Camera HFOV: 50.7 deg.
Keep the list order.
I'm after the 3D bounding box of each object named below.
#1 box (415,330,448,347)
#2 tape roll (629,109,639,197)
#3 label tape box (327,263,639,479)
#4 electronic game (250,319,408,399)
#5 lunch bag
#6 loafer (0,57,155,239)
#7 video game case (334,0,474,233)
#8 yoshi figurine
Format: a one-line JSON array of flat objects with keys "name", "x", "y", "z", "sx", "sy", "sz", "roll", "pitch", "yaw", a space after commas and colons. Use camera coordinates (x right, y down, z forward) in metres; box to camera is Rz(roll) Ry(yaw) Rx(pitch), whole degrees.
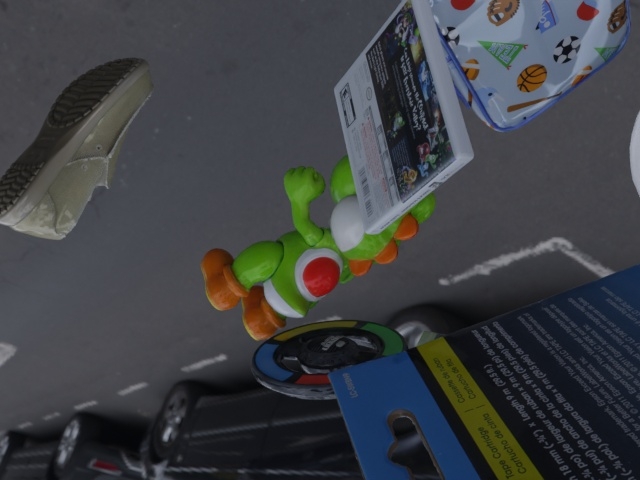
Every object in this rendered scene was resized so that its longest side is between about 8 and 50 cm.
[{"name": "box", "x": 0.260, "y": 0.198, "z": 0.871, "sx": 0.232, "sy": 0.058, "sz": 0.322, "roll": 29, "pitch": 172, "yaw": -3}, {"name": "tape roll", "x": 0.482, "y": -0.101, "z": 0.699, "sx": 0.286, "sy": 0.100, "sz": 0.286, "roll": 26, "pitch": 137, "yaw": 27}, {"name": "label tape box", "x": 0.197, "y": 0.145, "z": 0.492, "sx": 0.334, "sy": 0.240, "sz": 0.106, "roll": -19, "pitch": 114, "yaw": -3}, {"name": "electronic game", "x": 0.013, "y": 0.165, "z": 0.980, "sx": 0.229, "sy": 0.229, "sz": 0.048, "roll": 0, "pitch": 106, "yaw": 22}, {"name": "lunch bag", "x": 0.222, "y": -0.283, "z": 0.797, "sx": 0.243, "sy": 0.115, "sz": 0.303, "roll": -35, "pitch": 134, "yaw": 12}, {"name": "loafer", "x": -0.289, "y": -0.113, "z": 0.825, "sx": 0.102, "sy": 0.268, "sz": 0.092, "roll": 16, "pitch": 154, "yaw": 38}, {"name": "video game case", "x": 0.077, "y": -0.126, "z": 0.698, "sx": 0.022, "sy": 0.190, "sz": 0.173, "roll": 1, "pitch": 157, "yaw": -27}, {"name": "yoshi figurine", "x": 0.001, "y": -0.013, "z": 1.043, "sx": 0.362, "sy": 0.203, "sz": 0.203, "roll": -31, "pitch": 174, "yaw": 17}]
